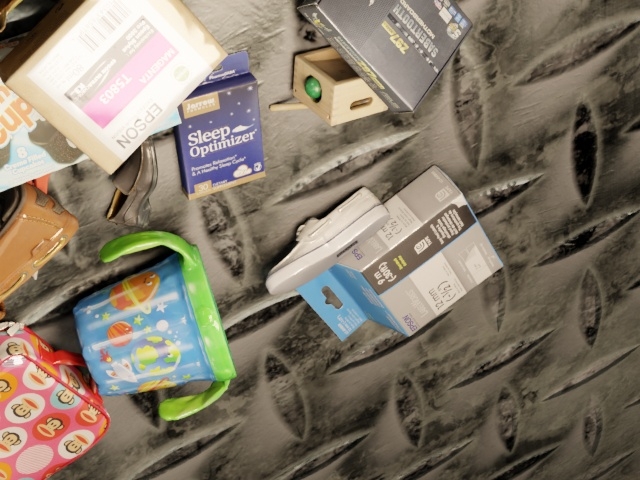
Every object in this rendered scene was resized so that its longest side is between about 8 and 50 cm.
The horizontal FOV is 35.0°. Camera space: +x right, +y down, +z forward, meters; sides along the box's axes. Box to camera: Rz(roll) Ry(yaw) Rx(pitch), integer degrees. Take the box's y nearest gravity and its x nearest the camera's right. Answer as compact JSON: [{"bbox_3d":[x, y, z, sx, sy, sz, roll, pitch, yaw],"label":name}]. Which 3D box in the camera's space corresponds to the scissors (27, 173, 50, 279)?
[{"bbox_3d":[-0.419,-0.063,1.528,0.109,0.021,0.297,-22,133,-18],"label":"scissors"}]

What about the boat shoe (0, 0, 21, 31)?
[{"bbox_3d":[-0.438,-0.295,1.236,0.307,0.104,0.111,-43,169,8],"label":"boat shoe"}]

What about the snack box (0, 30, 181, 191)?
[{"bbox_3d":[-0.372,-0.195,1.402,0.322,0.060,0.187,-23,125,-14],"label":"snack box"}]

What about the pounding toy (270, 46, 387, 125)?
[{"bbox_3d":[0.014,-0.235,1.594,0.141,0.130,0.100,-20,134,-29],"label":"pounding toy"}]

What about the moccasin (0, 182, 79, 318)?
[{"bbox_3d":[-0.515,0.078,1.511,0.380,0.139,0.147,-47,129,4],"label":"moccasin"}]

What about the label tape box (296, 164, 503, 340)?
[{"bbox_3d":[0.149,0.058,1.925,0.348,0.115,0.249,-39,136,-1],"label":"label tape box"}]

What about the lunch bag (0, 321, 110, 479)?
[{"bbox_3d":[-0.493,0.272,1.691,0.258,0.120,0.293,-36,136,-2],"label":"lunch bag"}]

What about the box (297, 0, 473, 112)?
[{"bbox_3d":[0.101,-0.332,1.511,0.233,0.059,0.183,44,72,-26],"label":"box"}]

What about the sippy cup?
[{"bbox_3d":[-0.275,0.148,1.667,0.224,0.305,0.240,-18,174,-5],"label":"sippy cup"}]

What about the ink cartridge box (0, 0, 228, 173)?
[{"bbox_3d":[-0.271,-0.237,1.337,0.234,0.088,0.193,-46,124,1],"label":"ink cartridge box"}]

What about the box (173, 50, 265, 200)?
[{"bbox_3d":[-0.161,-0.176,1.589,0.136,0.036,0.225,-19,132,-18],"label":"box"}]

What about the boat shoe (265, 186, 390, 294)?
[{"bbox_3d":[0.000,0.000,1.803,0.258,0.084,0.095,-33,162,-14],"label":"boat shoe"}]

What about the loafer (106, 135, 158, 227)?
[{"bbox_3d":[-0.289,-0.089,1.563,0.061,0.062,0.170,-3,126,-25],"label":"loafer"}]
